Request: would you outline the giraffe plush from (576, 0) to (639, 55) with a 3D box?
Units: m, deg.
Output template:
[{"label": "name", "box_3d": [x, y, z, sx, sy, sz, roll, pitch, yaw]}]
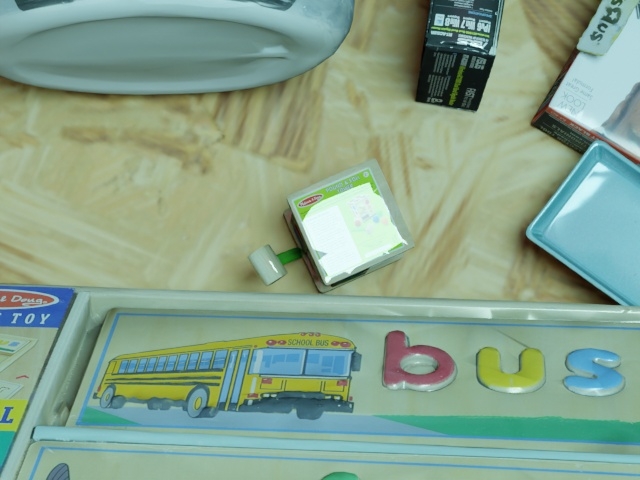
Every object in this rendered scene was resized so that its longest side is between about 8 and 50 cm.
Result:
[{"label": "giraffe plush", "box_3d": [0.151, -0.228, 0.845, 0.181, 0.170, 0.210, 5, 67, 30]}]

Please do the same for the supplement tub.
[{"label": "supplement tub", "box_3d": [-0.089, -0.257, 0.849, 0.207, 0.207, 0.338, -1, 82, -4]}]

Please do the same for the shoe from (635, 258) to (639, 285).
[{"label": "shoe", "box_3d": [0.257, 0.051, 0.903, 0.178, 0.063, 0.081, 2, 83, 2]}]

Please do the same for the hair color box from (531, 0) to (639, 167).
[{"label": "hair color box", "box_3d": [0.202, -0.116, 0.925, 0.093, 0.053, 0.167, 31, 82, 1]}]

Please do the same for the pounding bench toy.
[{"label": "pounding bench toy", "box_3d": [0.000, 0.000, 0.889, 0.083, 0.065, 0.052, -24, 85, -6]}]

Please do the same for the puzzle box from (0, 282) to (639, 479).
[{"label": "puzzle box", "box_3d": [-0.025, 0.109, 0.759, 0.409, 0.272, 0.052, 1, 118, 4]}]

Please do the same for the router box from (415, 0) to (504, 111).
[{"label": "router box", "box_3d": [0.078, -0.129, 0.884, 0.038, 0.122, 0.092, 9, 81, 3]}]

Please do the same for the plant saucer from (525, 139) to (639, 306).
[{"label": "plant saucer", "box_3d": [0.205, 0.028, 0.871, 0.192, 0.018, 0.067, 37, 86, 13]}]
